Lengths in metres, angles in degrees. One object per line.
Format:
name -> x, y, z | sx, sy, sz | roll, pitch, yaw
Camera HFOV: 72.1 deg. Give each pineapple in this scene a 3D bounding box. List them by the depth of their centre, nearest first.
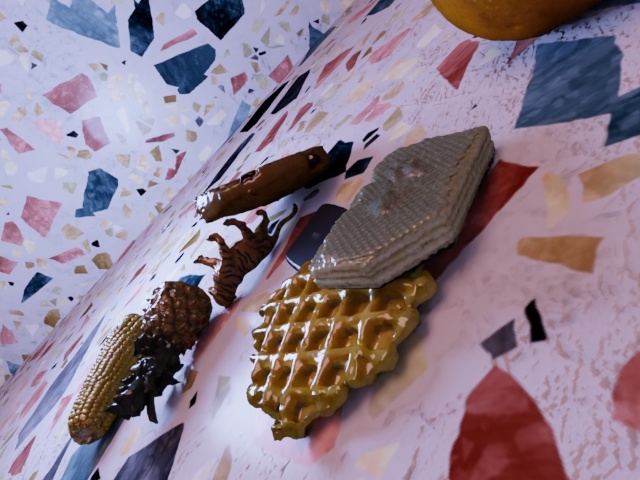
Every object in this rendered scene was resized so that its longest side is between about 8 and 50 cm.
pineapple -> -0.286, 0.194, 0.784 | 0.128, 0.128, 0.248 | -26, 37, 40

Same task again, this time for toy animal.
toy animal -> -0.128, 0.005, 0.850 | 0.255, 0.116, 0.114 | -42, -4, -20

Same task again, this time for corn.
corn -> -0.441, 0.280, 0.937 | 0.106, 0.106, 0.293 | -33, 29, 30

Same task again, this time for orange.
orange -> 0.278, -0.400, 0.576 | 0.274, 0.274, 0.310 | -56, -18, -16

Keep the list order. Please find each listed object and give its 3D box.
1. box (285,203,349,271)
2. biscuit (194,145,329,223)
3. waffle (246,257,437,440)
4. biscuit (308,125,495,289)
box -> 0.000, 0.000, 0.714 | 0.125, 0.027, 0.126 | -53, 26, -5
biscuit -> -0.115, -0.109, 0.900 | 0.296, 0.075, 0.296 | -22, 8, 3
waffle -> 0.009, 0.090, 0.532 | 0.291, 0.051, 0.291 | -36, 29, 24
biscuit -> 0.098, -0.044, 0.511 | 0.150, 0.052, 0.252 | -6, 37, 42
